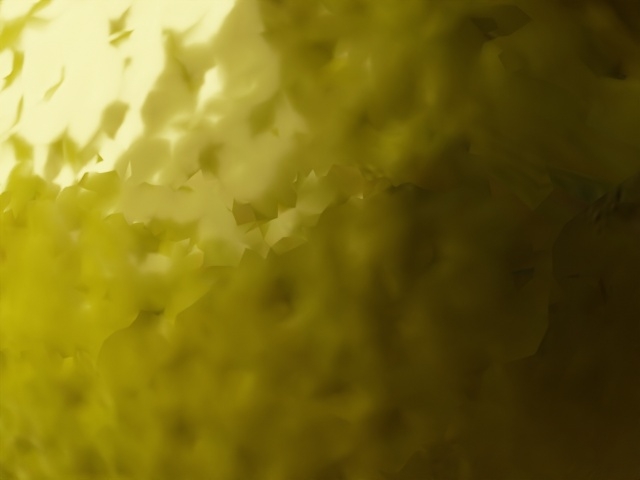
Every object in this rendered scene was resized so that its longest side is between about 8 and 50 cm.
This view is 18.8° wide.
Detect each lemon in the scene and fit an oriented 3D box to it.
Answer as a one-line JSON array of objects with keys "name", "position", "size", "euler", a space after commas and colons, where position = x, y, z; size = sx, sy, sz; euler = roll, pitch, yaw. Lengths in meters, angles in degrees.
[{"name": "lemon", "position": [-0.001, 0.000, 0.638], "size": [0.336, 0.336, 0.336], "euler": [-23, 51, 33]}]
